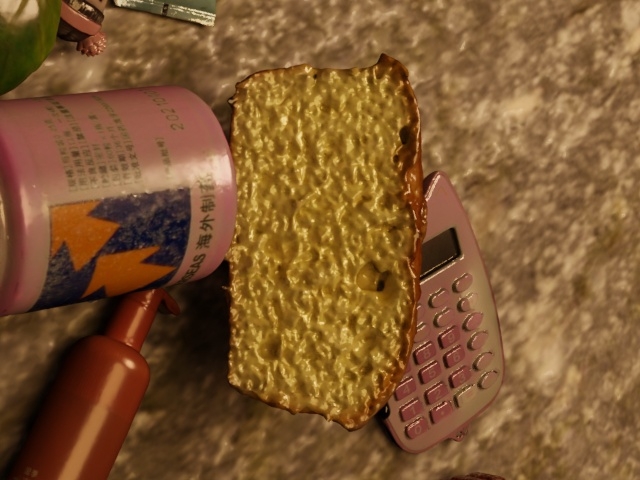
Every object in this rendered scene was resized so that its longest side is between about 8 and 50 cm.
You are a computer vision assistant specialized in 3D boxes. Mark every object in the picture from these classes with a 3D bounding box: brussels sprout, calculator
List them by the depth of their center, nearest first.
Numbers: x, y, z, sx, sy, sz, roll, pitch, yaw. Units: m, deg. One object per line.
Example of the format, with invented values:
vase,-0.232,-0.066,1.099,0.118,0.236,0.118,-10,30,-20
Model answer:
brussels sprout,-0.290,-0.201,1.167,0.161,0.144,0.181,40,78,7
calculator,0.108,0.086,1.529,0.194,0.043,0.294,-29,111,-33

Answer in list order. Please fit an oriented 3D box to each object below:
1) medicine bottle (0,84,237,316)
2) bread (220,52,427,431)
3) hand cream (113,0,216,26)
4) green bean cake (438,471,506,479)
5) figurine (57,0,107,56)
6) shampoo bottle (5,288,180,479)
medicine bottle,-0.231,-0.031,1.185,0.290,0.178,0.178,-11,98,-37
bread,0.000,0.000,1.343,0.194,0.179,0.340,1,91,-3
hand cream,-0.124,-0.364,1.342,0.111,0.070,0.312,8,94,-38
green bean cake,0.147,0.327,1.550,0.135,0.056,0.135,-7,97,-36
figurine,-0.209,-0.233,1.281,0.072,0.054,0.129,36,63,-47
shampoo bottle,-0.202,0.145,1.273,0.085,0.085,0.244,37,69,-31
